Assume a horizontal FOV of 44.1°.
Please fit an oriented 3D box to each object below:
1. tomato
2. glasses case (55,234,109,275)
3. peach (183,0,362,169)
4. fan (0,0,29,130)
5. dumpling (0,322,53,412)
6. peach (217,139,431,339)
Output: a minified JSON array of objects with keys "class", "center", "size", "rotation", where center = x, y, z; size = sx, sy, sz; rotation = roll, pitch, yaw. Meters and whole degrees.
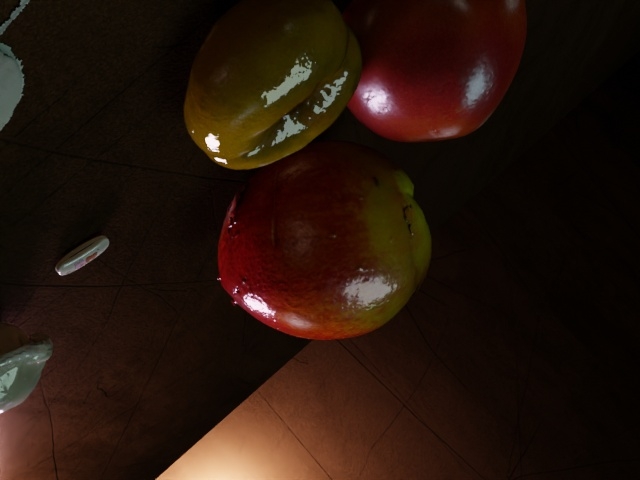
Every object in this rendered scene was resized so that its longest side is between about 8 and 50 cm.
[{"class":"tomato","center":[0.158,-0.255,1.132],"size":[0.299,0.226,0.298],"rotation":[-12,-175,1]},{"class":"glasses case","center":[-0.336,0.021,1.115],"size":[0.083,0.021,0.032],"rotation":[-36,166,-24]},{"class":"peach","center":[-0.061,-0.196,0.982],"size":[0.251,0.153,0.251],"rotation":[-43,160,-20]},{"class":"fan","center":[-0.304,-0.161,0.703],"size":[0.329,0.009,0.191],"rotation":[-45,165,8]},{"class":"dumpling","center":[-0.441,0.172,1.102],"size":[0.136,0.118,0.199],"rotation":[-36,-175,-20]},{"class":"peach","center":[0.000,0.000,1.364],"size":[0.370,0.370,0.370],"rotation":[-40,165,-13]}]
